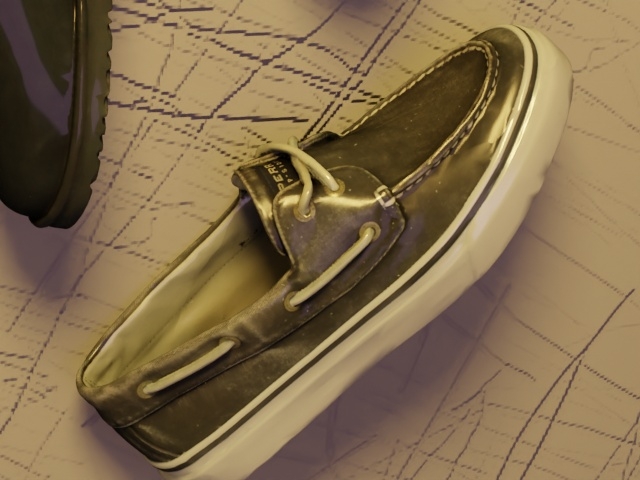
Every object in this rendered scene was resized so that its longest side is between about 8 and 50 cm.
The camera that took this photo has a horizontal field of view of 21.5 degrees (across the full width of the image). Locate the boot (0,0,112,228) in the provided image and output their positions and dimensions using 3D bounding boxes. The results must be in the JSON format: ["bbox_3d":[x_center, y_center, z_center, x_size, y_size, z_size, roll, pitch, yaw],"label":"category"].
[{"bbox_3d":[-0.208,-0.128,0.817,0.207,0.094,0.246,0,104,-25],"label":"boot"}]

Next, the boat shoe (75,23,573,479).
[{"bbox_3d":[0.000,0.000,0.935,0.119,0.121,0.335,38,96,-33],"label":"boat shoe"}]
